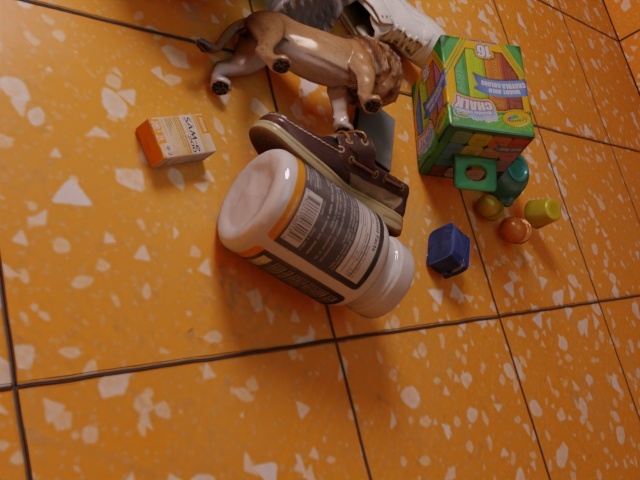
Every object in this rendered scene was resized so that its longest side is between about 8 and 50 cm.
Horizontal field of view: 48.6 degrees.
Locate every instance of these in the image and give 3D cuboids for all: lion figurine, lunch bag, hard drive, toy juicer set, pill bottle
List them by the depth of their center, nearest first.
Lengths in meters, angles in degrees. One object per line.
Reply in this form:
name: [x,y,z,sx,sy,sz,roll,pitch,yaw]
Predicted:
pill bottle: [0.000,0.000,1.045,0.278,0.162,0.162,33,49,-31]
lion figurine: [-0.019,-0.307,1.193,0.392,0.142,0.240,23,44,-25]
hard drive: [0.101,-0.204,1.359,0.094,0.022,0.135,32,49,-31]
lunch bag: [0.250,0.025,1.360,0.065,0.067,0.098,35,49,-28]
toy juicer set: [0.394,-0.137,1.595,0.209,0.089,0.329,-36,99,-30]

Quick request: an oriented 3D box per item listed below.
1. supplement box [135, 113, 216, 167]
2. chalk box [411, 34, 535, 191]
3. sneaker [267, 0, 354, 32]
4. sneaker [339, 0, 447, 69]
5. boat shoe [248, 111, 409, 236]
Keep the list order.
supplement box: [-0.203,-0.142,1.002,0.098,0.036,0.062,-19,84,-49]
chalk box: [0.302,-0.235,1.422,0.180,0.179,0.289,5,62,-12]
sneaker: [-0.016,-0.459,1.330,0.281,0.115,0.105,-44,142,-35]
sneaker: [0.151,-0.426,1.473,0.292,0.108,0.169,42,46,-9]
boat shoe: [0.031,-0.125,1.143,0.342,0.123,0.123,32,76,-36]
